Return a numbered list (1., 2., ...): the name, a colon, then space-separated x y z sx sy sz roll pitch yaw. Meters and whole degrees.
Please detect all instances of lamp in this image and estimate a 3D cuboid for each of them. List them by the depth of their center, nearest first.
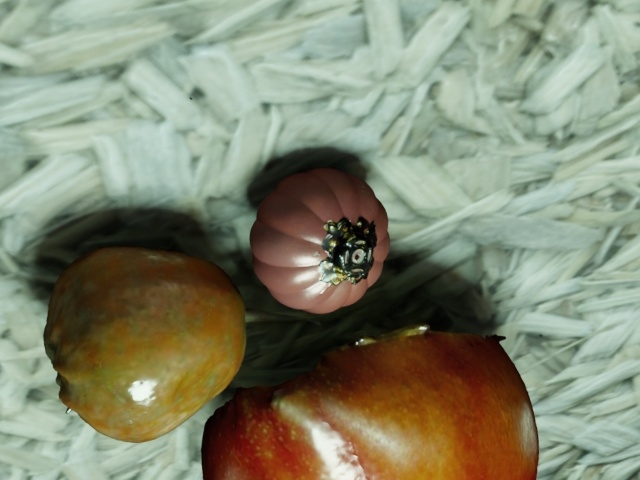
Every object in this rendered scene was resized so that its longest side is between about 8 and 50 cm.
1. lamp: 0.000 0.000 1.239 0.107 0.092 0.107 -14 114 -33

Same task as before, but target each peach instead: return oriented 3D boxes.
1. peach: 0.047 0.194 1.358 0.258 0.201 0.362 -21 167 12

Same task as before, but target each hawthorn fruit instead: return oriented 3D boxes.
1. hawthorn fruit: -0.120 0.060 1.244 0.189 0.149 0.149 -37 156 -33
